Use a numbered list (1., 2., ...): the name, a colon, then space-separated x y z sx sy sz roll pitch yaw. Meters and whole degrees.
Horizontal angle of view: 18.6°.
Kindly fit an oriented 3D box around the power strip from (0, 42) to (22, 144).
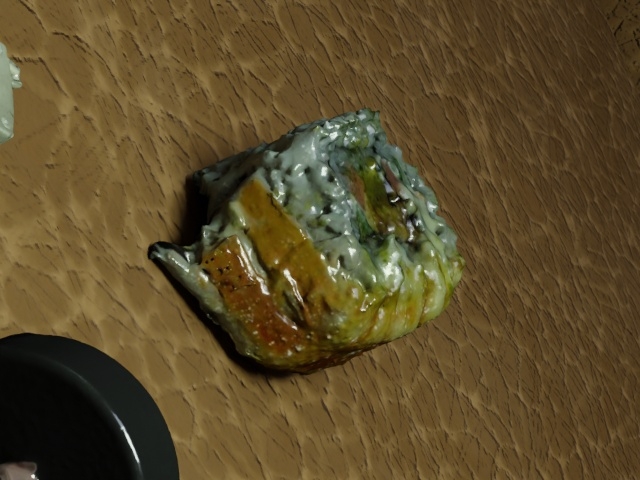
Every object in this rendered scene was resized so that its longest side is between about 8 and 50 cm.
1. power strip: -0.249 -0.113 1.172 0.175 0.042 0.075 35 38 -49

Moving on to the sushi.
1. sushi: 0.000 0.000 1.477 0.184 0.139 0.274 66 23 4

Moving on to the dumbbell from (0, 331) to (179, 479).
1. dumbbell: -0.177 0.136 0.946 0.152 0.152 0.218 66 23 0
